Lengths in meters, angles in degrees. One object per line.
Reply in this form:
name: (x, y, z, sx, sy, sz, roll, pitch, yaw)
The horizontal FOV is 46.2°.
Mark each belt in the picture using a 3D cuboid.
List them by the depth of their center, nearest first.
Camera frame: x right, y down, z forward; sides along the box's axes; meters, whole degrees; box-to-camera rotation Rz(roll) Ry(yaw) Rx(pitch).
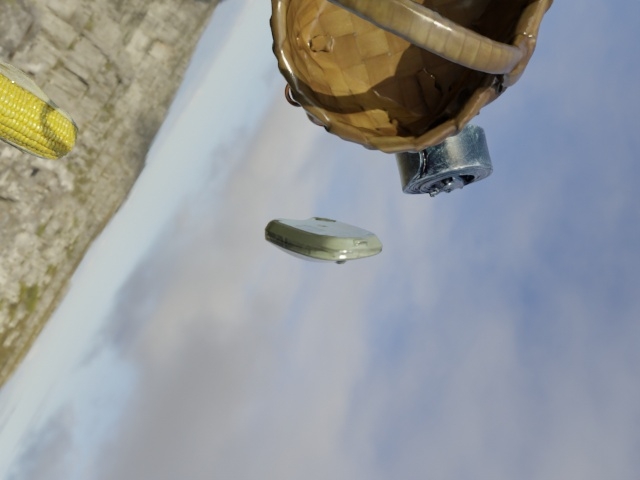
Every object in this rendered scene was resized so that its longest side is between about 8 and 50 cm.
belt: (0.187, -0.117, 1.142, 0.141, 0.082, 0.190, -14, 174, 12)

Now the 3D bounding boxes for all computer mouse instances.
computer mouse: (0.000, 0.007, 1.707, 0.331, 0.197, 0.095, 21, -65, 59)

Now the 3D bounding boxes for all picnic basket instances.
picnic basket: (0.081, -0.244, 0.763, 0.337, 0.292, 0.337, -60, 176, -7)

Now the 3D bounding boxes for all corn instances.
corn: (-0.628, -0.264, 1.516, 0.123, 0.305, 0.122, -12, -117, 25)

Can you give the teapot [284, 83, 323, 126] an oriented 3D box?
teapot: (0.008, -0.274, 1.491, 0.116, 0.173, 0.116, 17, 90, -76)
